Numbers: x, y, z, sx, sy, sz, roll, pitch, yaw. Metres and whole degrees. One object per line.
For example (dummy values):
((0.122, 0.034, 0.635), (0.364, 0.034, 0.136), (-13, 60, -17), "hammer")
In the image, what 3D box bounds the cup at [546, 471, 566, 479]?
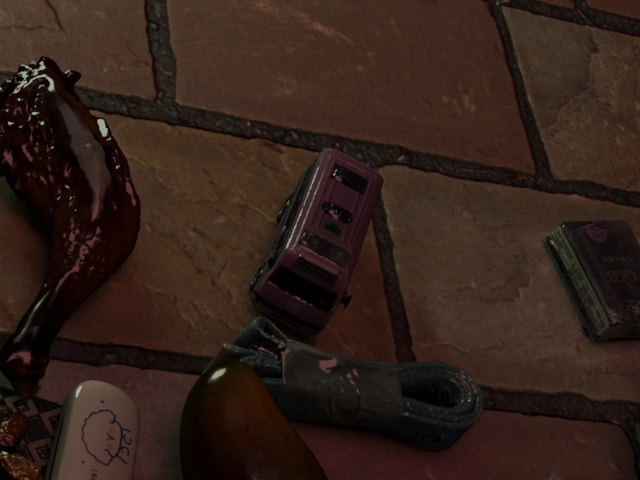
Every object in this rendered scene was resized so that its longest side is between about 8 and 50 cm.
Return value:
((0.261, 0.314, 1.655), (0.116, 0.074, 0.104), (40, 74, 9), "cup")

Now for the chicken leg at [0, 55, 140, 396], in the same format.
((-0.260, -0.026, 1.602), (0.158, 0.096, 0.407), (9, 53, -19), "chicken leg")

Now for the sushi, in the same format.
((-0.299, 0.178, 1.457), (0.120, 0.026, 0.126), (17, 47, -17), "sushi")

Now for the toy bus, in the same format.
((0.000, 0.000, 1.718), (0.096, 0.108, 0.199), (28, 46, -8), "toy bus")

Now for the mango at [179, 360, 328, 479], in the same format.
((-0.055, 0.240, 1.488), (0.133, 0.111, 0.267), (-14, 64, -13), "mango")

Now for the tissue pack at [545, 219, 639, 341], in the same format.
((0.355, 0.048, 1.928), (0.112, 0.051, 0.156), (-1, 55, -32), "tissue pack")

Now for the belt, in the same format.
((0.028, 0.152, 1.641), (0.302, 0.072, 0.087), (14, 53, -23), "belt")

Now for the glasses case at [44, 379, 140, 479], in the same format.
((-0.213, 0.216, 1.458), (0.076, 0.049, 0.197), (28, 44, -22), "glasses case")
